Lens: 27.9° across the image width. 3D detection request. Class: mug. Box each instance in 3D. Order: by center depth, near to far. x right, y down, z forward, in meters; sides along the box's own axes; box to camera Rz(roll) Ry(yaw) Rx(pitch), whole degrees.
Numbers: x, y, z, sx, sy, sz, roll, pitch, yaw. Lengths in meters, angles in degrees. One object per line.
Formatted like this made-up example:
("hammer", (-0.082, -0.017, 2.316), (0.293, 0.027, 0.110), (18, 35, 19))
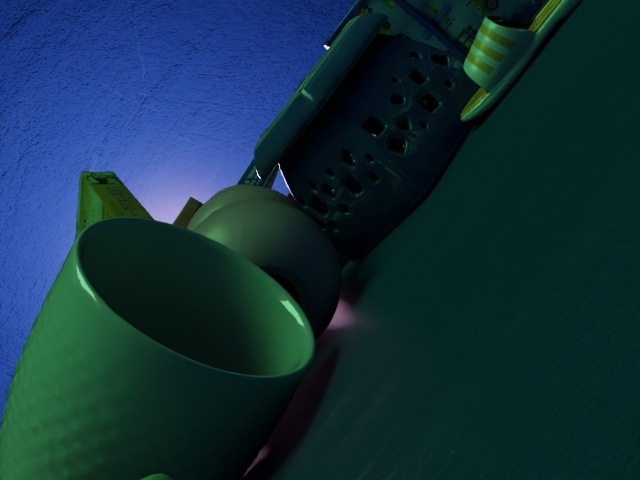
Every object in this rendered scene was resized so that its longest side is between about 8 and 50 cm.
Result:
("mug", (-0.209, 0.161, 1.421), (0.328, 0.276, 0.374), (-60, 26, 22))

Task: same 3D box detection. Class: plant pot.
("plant pot", (0.059, -0.149, 1.732), (0.236, 0.212, 0.236), (-57, 6, -35))

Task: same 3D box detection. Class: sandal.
("sandal", (0.245, -0.267, 1.608), (0.265, 0.076, 0.102), (-52, 4, 13))

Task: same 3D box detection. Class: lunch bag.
("lunch bag", (0.162, -0.329, 1.995), (0.293, 0.221, 0.138), (-51, 5, 20))

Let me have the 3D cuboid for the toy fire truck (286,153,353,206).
("toy fire truck", (0.002, -0.107, 2.207), (0.192, 0.047, 0.135), (-50, -1, -4))

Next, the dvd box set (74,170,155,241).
("dvd box set", (-0.288, 0.093, 1.828), (0.420, 0.062, 0.307), (-140, 54, -64))

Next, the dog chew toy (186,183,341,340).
("dog chew toy", (-0.089, 0.022, 1.664), (0.206, 0.206, 0.332), (-52, 20, 12))

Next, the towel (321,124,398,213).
("towel", (0.054, -0.074, 2.154), (0.308, 0.076, 0.227), (-52, -2, 19))

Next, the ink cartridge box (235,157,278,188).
("ink cartridge box", (-0.191, 0.002, 2.512), (0.324, 0.071, 0.330), (-60, -3, -33))

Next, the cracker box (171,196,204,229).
("cracker box", (-0.236, 0.054, 1.976), (0.156, 0.067, 0.232), (-61, 5, -33))

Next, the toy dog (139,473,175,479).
("toy dog", (-0.318, 0.367, 1.170), (0.395, 0.284, 0.408), (-55, 3, -30))

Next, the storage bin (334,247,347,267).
("storage bin", (0.000, 0.000, 1.937), (0.098, 0.091, 0.135), (-53, 5, -1))
